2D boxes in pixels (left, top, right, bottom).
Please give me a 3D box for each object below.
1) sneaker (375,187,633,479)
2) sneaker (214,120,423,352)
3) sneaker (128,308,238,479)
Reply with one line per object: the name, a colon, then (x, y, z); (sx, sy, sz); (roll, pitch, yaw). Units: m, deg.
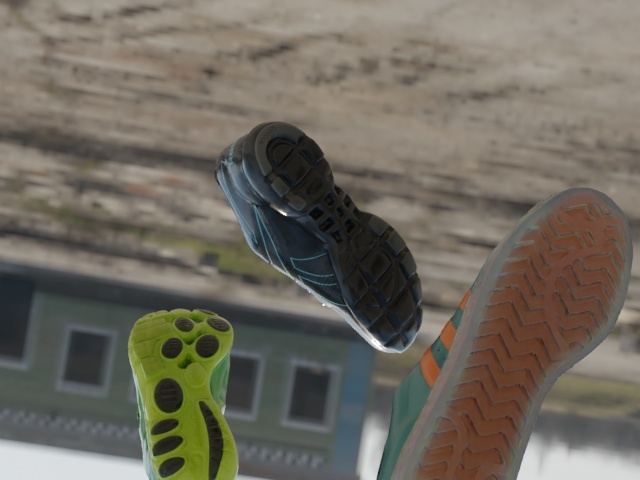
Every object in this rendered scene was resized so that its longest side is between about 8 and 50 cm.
sneaker: (0.120, 0.091, 1.228); (0.108, 0.302, 0.121); (37, 160, -12)
sneaker: (0.000, 0.000, 1.615); (0.106, 0.101, 0.267); (-18, 113, 50)
sneaker: (-0.139, 0.175, 1.657); (0.109, 0.123, 0.295); (3, -144, -8)
